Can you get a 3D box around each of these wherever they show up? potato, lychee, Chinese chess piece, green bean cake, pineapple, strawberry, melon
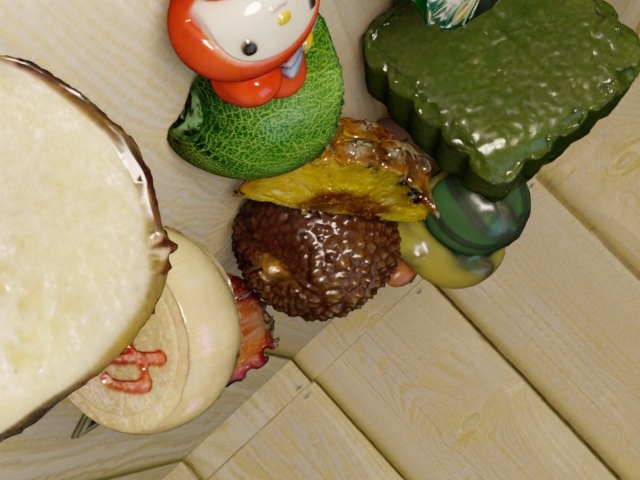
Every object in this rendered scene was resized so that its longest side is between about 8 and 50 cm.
[{"bbox_3d":[-0.335,0.022,0.752,0.397,0.290,0.296,-4,172,-41],"label":"potato"},{"bbox_3d":[0.000,0.000,1.603,0.267,0.267,0.267,-40,167,-11],"label":"lychee"},{"bbox_3d":[-0.229,0.111,1.240,0.270,0.270,0.112,-50,165,29],"label":"Chinese chess piece"},{"bbox_3d":[0.261,-0.260,1.435,0.335,0.319,0.218,-38,170,-4],"label":"green bean cake"},{"bbox_3d":[0.052,-0.131,1.448,0.161,0.334,0.158,115,-17,-52],"label":"pineapple"},{"bbox_3d":[-0.219,0.176,1.805,0.280,0.150,0.253,-41,147,1],"label":"strawberry"},{"bbox_3d":[-0.080,-0.144,1.202,0.169,0.129,0.265,-27,161,-43],"label":"melon"}]

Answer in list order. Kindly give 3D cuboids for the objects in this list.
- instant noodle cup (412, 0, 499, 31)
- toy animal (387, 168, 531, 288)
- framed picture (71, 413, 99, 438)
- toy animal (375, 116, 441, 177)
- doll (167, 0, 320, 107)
[{"bbox_3d":[0.135,-0.359,1.014,0.240,0.178,0.240,-40,167,-11],"label":"instant noodle cup"},{"bbox_3d":[0.239,-0.021,1.678,0.216,0.191,0.338,-34,171,-32],"label":"toy animal"},{"bbox_3d":[-0.371,0.290,1.989,0.273,0.016,0.216,-31,163,-42],"label":"framed picture"},{"bbox_3d":[0.166,-0.169,1.821,0.281,0.195,0.169,-32,124,-27],"label":"toy animal"},{"bbox_3d":[-0.072,-0.222,0.944,0.161,0.130,0.290,-45,154,-18],"label":"doll"}]
